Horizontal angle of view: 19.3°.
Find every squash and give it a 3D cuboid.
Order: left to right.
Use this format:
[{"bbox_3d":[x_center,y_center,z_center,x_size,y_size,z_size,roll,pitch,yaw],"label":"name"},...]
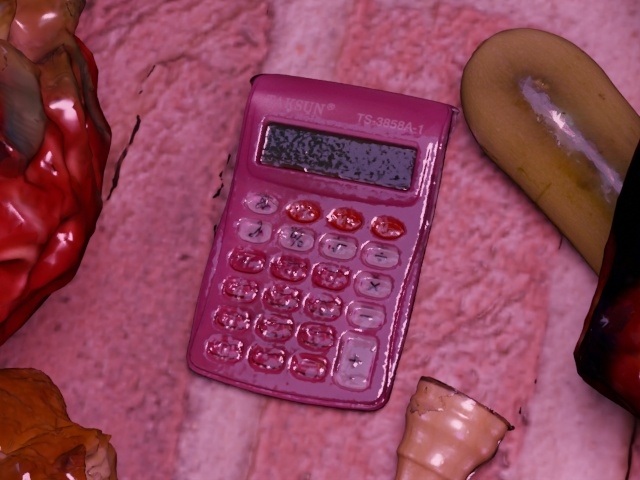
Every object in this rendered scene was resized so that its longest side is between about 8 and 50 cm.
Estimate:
[{"bbox_3d":[0.164,-0.017,1.049,0.083,0.083,0.250,-33,74,-2],"label":"squash"}]

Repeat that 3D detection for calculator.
[{"bbox_3d":[0.000,0.000,1.092,0.127,0.034,0.190,12,80,12],"label":"calculator"}]

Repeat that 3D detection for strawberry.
[{"bbox_3d":[-0.283,-0.033,1.043,0.345,0.295,0.317,-44,61,31],"label":"strawberry"}]

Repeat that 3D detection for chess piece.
[{"bbox_3d":[0.040,0.161,1.024,0.060,0.060,0.172,27,81,16],"label":"chess piece"}]

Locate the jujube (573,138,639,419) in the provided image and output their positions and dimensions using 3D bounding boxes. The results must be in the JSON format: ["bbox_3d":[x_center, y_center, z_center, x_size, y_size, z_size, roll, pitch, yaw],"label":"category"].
[{"bbox_3d":[0.219,-0.005,0.921,0.168,0.168,0.236,40,101,18],"label":"jujube"}]

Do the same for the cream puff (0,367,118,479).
[{"bbox_3d":[-0.187,0.198,0.994,0.241,0.155,0.269,-46,51,-7],"label":"cream puff"}]
